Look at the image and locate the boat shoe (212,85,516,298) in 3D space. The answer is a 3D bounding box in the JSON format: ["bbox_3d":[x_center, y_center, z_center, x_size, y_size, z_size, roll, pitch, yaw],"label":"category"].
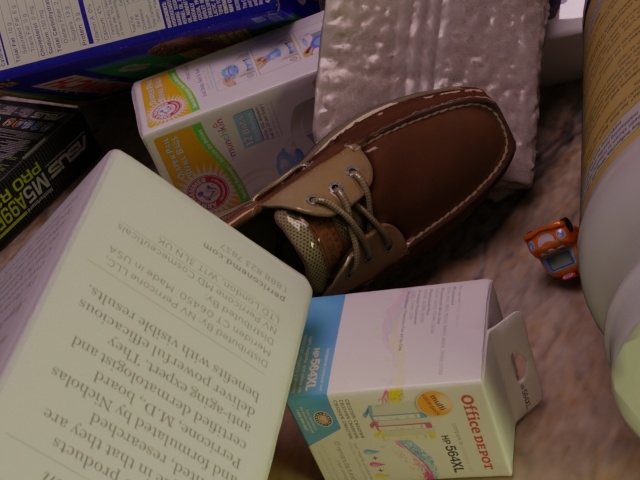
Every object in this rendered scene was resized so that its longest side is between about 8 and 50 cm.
[{"bbox_3d":[0.000,0.000,0.807,0.324,0.122,0.120,-32,12,1],"label":"boat shoe"}]

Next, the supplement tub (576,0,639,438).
[{"bbox_3d":[0.272,-0.049,0.638,0.241,0.241,0.331,-6,45,21],"label":"supplement tub"}]

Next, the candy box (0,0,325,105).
[{"bbox_3d":[-0.170,-0.230,1.095,0.317,0.122,0.268,-11,3,12],"label":"candy box"}]

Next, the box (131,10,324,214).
[{"bbox_3d":[-0.054,-0.110,0.993,0.203,0.114,0.103,-20,37,-1],"label":"box"}]

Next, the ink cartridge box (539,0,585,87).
[{"bbox_3d":[0.178,-0.230,0.981,0.237,0.100,0.172,-10,72,15],"label":"ink cartridge box"}]

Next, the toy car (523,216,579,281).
[{"bbox_3d":[0.210,-0.001,0.779,0.122,0.060,0.040,-17,68,18],"label":"toy car"}]

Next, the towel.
[{"bbox_3d":[0.094,-0.178,0.896,0.187,0.049,0.282,7,85,2],"label":"towel"}]

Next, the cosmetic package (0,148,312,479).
[{"bbox_3d":[-0.165,0.189,0.567,0.230,0.161,0.453,-40,24,37],"label":"cosmetic package"}]

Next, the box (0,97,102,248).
[{"bbox_3d":[-0.397,-0.066,1.160,0.270,0.060,0.216,11,48,36],"label":"box"}]

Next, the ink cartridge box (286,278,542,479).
[{"bbox_3d":[0.064,0.091,0.704,0.143,0.092,0.090,-7,40,20],"label":"ink cartridge box"}]
